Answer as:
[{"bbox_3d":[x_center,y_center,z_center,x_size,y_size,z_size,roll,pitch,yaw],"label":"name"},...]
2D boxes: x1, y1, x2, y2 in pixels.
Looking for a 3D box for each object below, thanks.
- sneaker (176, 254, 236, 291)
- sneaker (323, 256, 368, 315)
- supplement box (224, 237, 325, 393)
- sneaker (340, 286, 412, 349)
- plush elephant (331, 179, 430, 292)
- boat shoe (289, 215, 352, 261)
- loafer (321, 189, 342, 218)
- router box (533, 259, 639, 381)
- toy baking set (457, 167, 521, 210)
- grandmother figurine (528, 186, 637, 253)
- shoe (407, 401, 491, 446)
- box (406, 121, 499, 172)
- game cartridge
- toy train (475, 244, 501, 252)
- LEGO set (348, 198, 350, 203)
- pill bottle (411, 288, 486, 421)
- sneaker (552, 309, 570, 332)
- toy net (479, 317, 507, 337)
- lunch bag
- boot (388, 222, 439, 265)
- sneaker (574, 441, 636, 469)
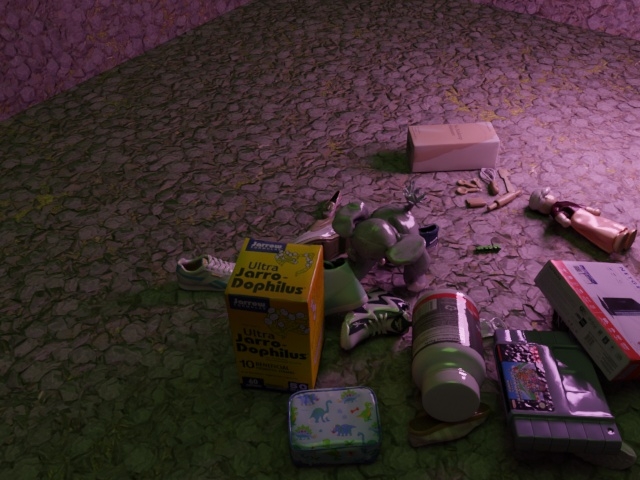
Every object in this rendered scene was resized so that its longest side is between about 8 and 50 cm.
[{"bbox_3d":[-0.313,0.093,1.886,0.228,0.092,0.087,-4,40,-5],"label":"sneaker"},{"bbox_3d":[-0.009,0.130,1.738,0.255,0.151,0.094,-19,14,26],"label":"sneaker"},{"bbox_3d":[-0.100,0.194,1.567,0.194,0.357,0.195,5,42,8],"label":"supplement box"},{"bbox_3d":[0.164,0.224,1.720,0.153,0.094,0.235,14,33,29],"label":"sneaker"},{"bbox_3d":[0.166,0.011,1.774,0.272,0.330,0.255,33,38,24],"label":"plush elephant"},{"bbox_3d":[0.000,0.000,1.977,0.302,0.113,0.103,-18,42,-33],"label":"boat shoe"},{"bbox_3d":[0.037,-0.125,2.160,0.045,0.039,0.125,16,44,18],"label":"loafer"},{"bbox_3d":[0.763,0.197,1.645,0.301,0.082,0.335,3,41,-30],"label":"router box"},{"bbox_3d":[0.594,-0.188,2.220,0.256,0.030,0.197,-23,46,-22],"label":"toy baking set"},{"bbox_3d":[0.818,-0.073,2.041,0.207,0.104,0.342,-2,29,-45],"label":"grandmother figurine"},{"bbox_3d":[0.306,0.435,1.515,0.219,0.058,0.076,-11,20,-16],"label":"shoe"},{"bbox_3d":[0.478,-0.341,2.328,0.311,0.121,0.148,-4,41,-2],"label":"box"},{"bbox_3d":[0.539,0.341,1.502,0.230,0.068,0.355,5,33,2],"label":"game cartridge"},{"bbox_3d":[0.524,0.024,1.994,0.083,0.017,0.024,-3,32,-1],"label":"toy train"},{"bbox_3d":[0.121,-0.105,2.154,0.054,0.023,0.083,-13,56,-9],"label":"LEGO set"},{"bbox_3d":[0.312,0.279,1.565,0.176,0.176,0.319,4,34,6],"label":"pill bottle"},{"bbox_3d":[0.706,0.176,1.771,0.094,0.081,0.208,18,46,11],"label":"sneaker"},{"bbox_3d":[0.524,0.261,1.705,0.122,0.045,0.232,-29,48,-26],"label":"toy net"},{"bbox_3d":[0.032,0.431,1.495,0.218,0.090,0.176,-4,43,-3],"label":"lunch bag"},{"bbox_3d":[0.281,0.008,1.967,0.190,0.086,0.069,-22,46,-22],"label":"boot"},{"bbox_3d":[0.608,0.444,1.472,0.235,0.090,0.095,20,37,21],"label":"sneaker"}]
